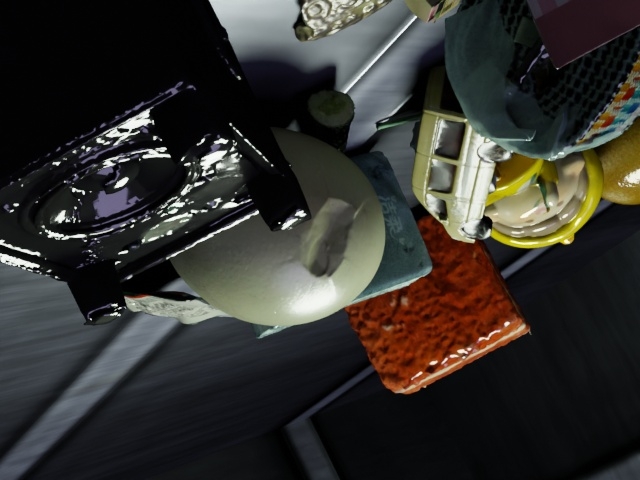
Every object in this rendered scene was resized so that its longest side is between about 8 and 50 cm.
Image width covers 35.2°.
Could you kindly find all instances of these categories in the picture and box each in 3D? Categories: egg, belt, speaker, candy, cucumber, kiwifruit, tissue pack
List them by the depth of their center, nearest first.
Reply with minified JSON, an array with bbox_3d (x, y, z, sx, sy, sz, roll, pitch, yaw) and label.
[{"bbox_3d":[-0.149,-0.105,0.627,0.184,0.254,0.232,-28,164,7],"label":"speaker"},{"bbox_3d":[0.249,-0.205,1.043,0.150,0.207,0.257,-8,138,-49],"label":"belt"},{"bbox_3d":[-0.049,-0.014,1.114,0.269,0.219,0.219,13,143,-30],"label":"egg"},{"bbox_3d":[0.009,-0.117,1.200,0.052,0.058,0.214,-37,167,-12],"label":"cucumber"},{"bbox_3d":[0.000,0.000,1.315,0.257,0.185,0.081,-17,171,-32],"label":"tissue pack"},{"bbox_3d":[0.167,-0.172,1.324,0.203,0.061,0.061,-14,161,-14],"label":"candy"},{"bbox_3d":[0.540,-0.159,1.695,0.196,0.196,0.234,-12,162,-43],"label":"kiwifruit"}]

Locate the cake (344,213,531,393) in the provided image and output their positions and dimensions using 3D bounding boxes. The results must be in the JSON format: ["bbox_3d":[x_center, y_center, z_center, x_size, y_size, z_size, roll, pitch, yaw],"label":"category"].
[{"bbox_3d":[0.203,0.111,1.841,0.269,0.270,0.319,-30,164,9],"label":"cake"}]

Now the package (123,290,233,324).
[{"bbox_3d":[-0.213,0.085,1.406,0.166,0.040,0.232,2,168,17],"label":"package"}]

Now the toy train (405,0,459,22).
[{"bbox_3d":[0.138,-0.263,0.934,0.138,0.050,0.087,-38,172,-10],"label":"toy train"}]

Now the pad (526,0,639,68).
[{"bbox_3d":[0.303,-0.307,0.888,0.300,0.202,0.005,-27,-159,2],"label":"pad"}]

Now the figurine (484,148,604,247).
[{"bbox_3d":[0.322,-0.100,1.559,0.215,0.187,0.344,-22,160,16],"label":"figurine"}]

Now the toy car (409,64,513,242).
[{"bbox_3d":[0.175,-0.106,1.291,0.125,0.101,0.256,10,144,5],"label":"toy car"}]

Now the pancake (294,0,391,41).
[{"bbox_3d":[0.024,-0.241,0.907,0.184,0.020,0.190,-10,155,-49],"label":"pancake"}]
